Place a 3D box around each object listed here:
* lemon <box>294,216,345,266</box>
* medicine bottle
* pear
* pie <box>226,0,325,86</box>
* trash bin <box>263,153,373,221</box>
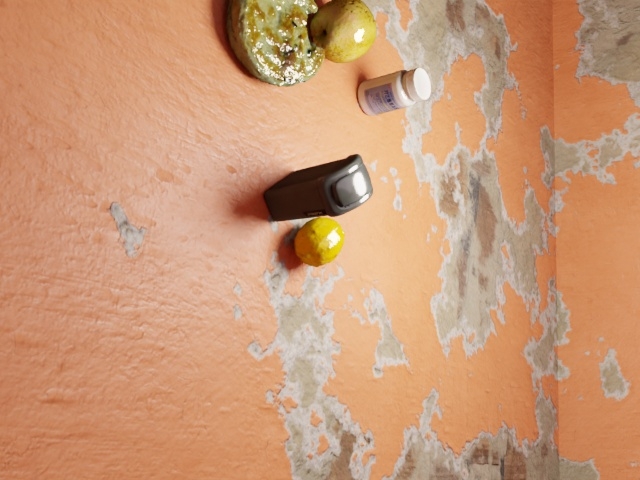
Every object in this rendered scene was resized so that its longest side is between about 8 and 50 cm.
[{"bbox_3d":[0.000,0.000,1.800,0.155,0.114,0.114,-46,119,-44],"label":"lemon"},{"bbox_3d":[0.204,-0.414,2.064,0.103,0.186,0.103,11,76,-50],"label":"medicine bottle"},{"bbox_3d":[0.055,-0.547,1.937,0.178,0.178,0.178,11,75,-50],"label":"pear"},{"bbox_3d":[-0.105,-0.508,1.778,0.302,0.067,0.302,5,83,-47],"label":"pie"},{"bbox_3d":[0.005,-0.121,1.729,0.177,0.236,0.101,-43,117,-46],"label":"trash bin"}]
